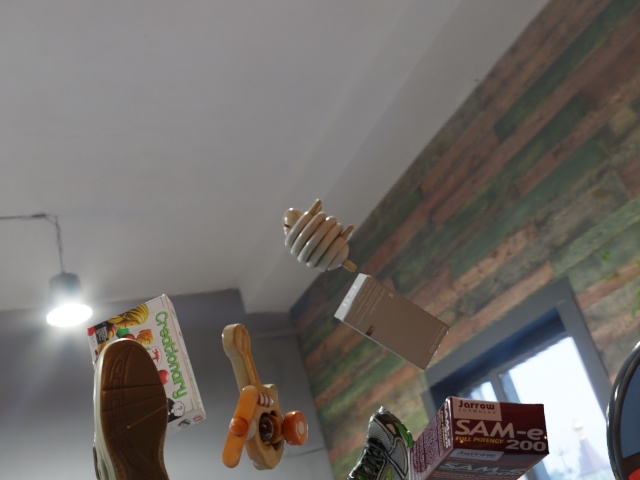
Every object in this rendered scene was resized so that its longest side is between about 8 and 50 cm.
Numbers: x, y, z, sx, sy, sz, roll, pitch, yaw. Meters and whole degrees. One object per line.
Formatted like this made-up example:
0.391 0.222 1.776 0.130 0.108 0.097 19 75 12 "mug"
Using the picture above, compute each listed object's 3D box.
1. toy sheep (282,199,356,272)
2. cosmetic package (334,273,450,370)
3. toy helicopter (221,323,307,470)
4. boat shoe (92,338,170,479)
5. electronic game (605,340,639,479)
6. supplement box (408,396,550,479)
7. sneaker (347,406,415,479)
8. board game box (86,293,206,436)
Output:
0.000 0.000 1.030 0.091 0.132 0.091 -51 -10 -12 "toy sheep"
0.167 0.189 1.668 0.238 0.127 0.107 30 -5 -8 "cosmetic package"
-0.169 0.373 1.680 0.140 0.355 0.235 -14 6 23 "toy helicopter"
-0.276 0.292 1.006 0.098 0.302 0.109 -15 -6 42 "boat shoe"
0.397 0.193 0.748 0.229 0.229 0.048 -8 1 -18 "electronic game"
0.210 0.296 0.991 0.130 0.073 0.239 5 -34 -4 "supplement box"
0.140 0.548 1.689 0.146 0.134 0.344 -16 -58 -30 "sneaker"
-0.375 0.279 1.519 0.192 0.305 0.053 -24 -36 -3 "board game box"
